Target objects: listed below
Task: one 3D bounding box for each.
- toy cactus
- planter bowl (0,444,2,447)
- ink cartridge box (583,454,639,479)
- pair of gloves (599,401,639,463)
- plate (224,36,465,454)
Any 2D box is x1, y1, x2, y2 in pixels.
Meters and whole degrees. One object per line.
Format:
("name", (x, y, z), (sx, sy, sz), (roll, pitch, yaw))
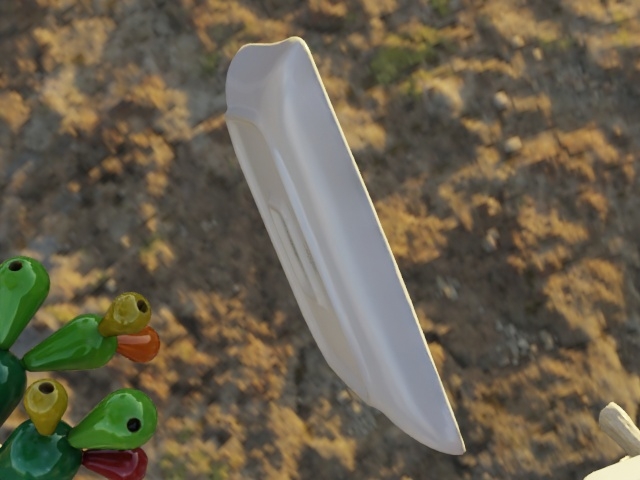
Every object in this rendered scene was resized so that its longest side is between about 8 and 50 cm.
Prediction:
("toy cactus", (-0.174, 0.095, 0.780), (0.219, 0.112, 0.180), (17, 88, 24))
("planter bowl", (-0.267, 0.210, 1.121), (0.162, 0.109, 0.162), (1, 97, 10))
("ink cartridge box", (0.323, 0.154, 0.823), (0.333, 0.065, 0.165), (-24, 91, 18))
("pair of gloves", (0.376, 0.263, 1.546), (0.042, 0.240, 0.204), (-43, 57, -7))
("plate", (0.000, 0.000, 1.038), (0.045, 0.278, 0.277), (-23, 100, -8))
